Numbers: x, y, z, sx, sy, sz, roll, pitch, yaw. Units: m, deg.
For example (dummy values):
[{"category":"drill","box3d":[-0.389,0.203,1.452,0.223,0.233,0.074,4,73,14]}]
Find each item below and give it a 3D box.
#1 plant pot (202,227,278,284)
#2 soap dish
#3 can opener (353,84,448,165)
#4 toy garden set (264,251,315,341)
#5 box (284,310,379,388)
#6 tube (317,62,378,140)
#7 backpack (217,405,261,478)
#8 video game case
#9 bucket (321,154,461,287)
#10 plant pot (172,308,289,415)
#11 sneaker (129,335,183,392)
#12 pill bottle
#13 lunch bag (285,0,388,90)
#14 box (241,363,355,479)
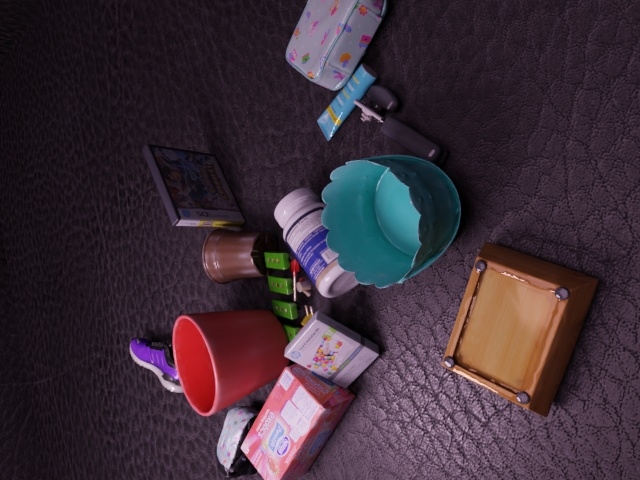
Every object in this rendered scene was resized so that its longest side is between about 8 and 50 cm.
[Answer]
[{"category":"plant pot","box3d":[-0.221,0.043,1.519,0.165,0.167,0.166,-3,87,31]},{"category":"soap dish","box3d":[0.378,0.172,1.049,0.229,0.118,0.290,23,102,37]},{"category":"can opener","box3d":[0.186,-0.275,1.240,0.280,0.074,0.093,47,116,29]},{"category":"toy garden set","box3d":[-0.065,0.150,1.403,0.204,0.049,0.244,1,101,58]},{"category":"box","box3d":[0.028,0.272,1.305,0.186,0.038,0.145,32,116,-13]},{"category":"tube","box3d":[0.065,-0.357,1.362,0.207,0.052,0.080,-48,47,33]},{"category":"backpack","box3d":[-0.221,0.571,1.515,0.115,0.152,0.182,13,87,34]},{"category":"video game case","box3d":[-0.373,-0.160,1.579,0.035,0.248,0.274,-41,65,33]},{"category":"bucket","box3d":[0.157,-0.054,1.154,0.281,0.183,0.281,19,117,40]},{"category":"plant pot","box3d":[-0.235,0.307,1.435,0.275,0.243,0.274,16,110,51]},{"category":"sneaker","box3d":[-0.529,0.379,1.801,0.293,0.102,0.146,27,102,31]},{"category":"pill bottle","box3d":[0.000,0.000,1.336,0.153,0.153,0.264,-50,60,27]},{"category":"lunch bag","box3d":[0.034,-0.541,1.338,0.279,0.108,0.224,-59,43,19]},{"category":"box","box3d":[-0.061,0.477,1.382,0.154,0.142,0.300,40,114,32]}]
